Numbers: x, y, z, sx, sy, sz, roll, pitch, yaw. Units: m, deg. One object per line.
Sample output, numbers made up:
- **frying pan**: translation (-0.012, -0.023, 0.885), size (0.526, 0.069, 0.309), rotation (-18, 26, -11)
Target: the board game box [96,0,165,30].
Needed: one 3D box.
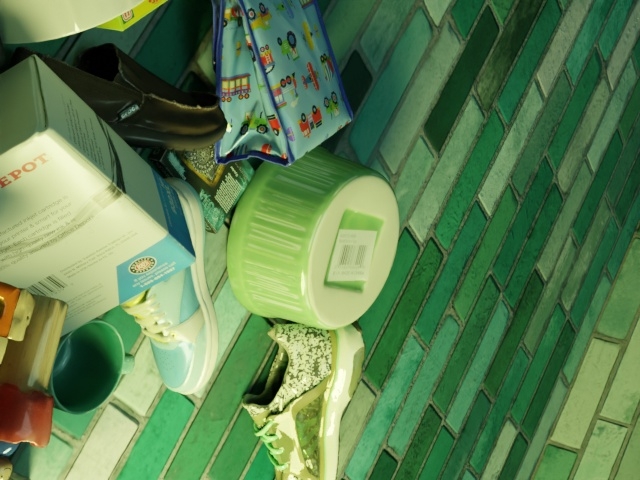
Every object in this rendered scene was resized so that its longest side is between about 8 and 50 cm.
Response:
- **board game box**: translation (-0.276, -0.298, 1.377), size (0.092, 0.181, 0.043), rotation (-46, 135, -36)

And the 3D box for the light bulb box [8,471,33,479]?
- **light bulb box**: translation (-0.371, 0.470, 1.356), size (0.225, 0.361, 0.358), rotation (43, 67, -52)

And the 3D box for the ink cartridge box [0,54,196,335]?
- **ink cartridge box**: translation (-0.326, -0.040, 1.351), size (0.307, 0.223, 0.129), rotation (48, 18, -51)

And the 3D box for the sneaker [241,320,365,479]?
- **sneaker**: translation (-0.063, 0.312, 1.982), size (0.182, 0.158, 0.410), rotation (10, 96, -25)

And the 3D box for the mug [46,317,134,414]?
- **mug**: translation (-0.334, 0.163, 1.532), size (0.129, 0.097, 0.157), rotation (-58, 143, -25)

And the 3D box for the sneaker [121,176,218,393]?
- **sneaker**: translation (-0.254, 0.085, 1.600), size (0.208, 0.127, 0.319), rotation (-22, 110, -52)

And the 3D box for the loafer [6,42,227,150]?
- **loafer**: translation (-0.254, -0.188, 1.491), size (0.366, 0.134, 0.130), rotation (-6, 105, -54)

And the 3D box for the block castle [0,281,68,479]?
- **block castle**: translation (-0.491, 0.107, 1.114), size (0.453, 0.303, 0.212), rotation (26, 73, -55)

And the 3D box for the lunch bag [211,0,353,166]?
- **lunch bag**: translation (-0.069, -0.284, 1.704), size (0.221, 0.138, 0.293), rotation (-42, 129, -55)

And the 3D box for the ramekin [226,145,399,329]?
- **ramekin**: translation (0.000, 0.000, 1.889), size (0.303, 0.148, 0.303), rotation (-29, 128, -46)

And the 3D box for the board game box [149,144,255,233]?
- **board game box**: translation (-0.174, -0.112, 1.726), size (0.126, 0.026, 0.186), rotation (-59, 143, -22)

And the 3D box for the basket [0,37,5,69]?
- **basket**: translation (-0.467, -0.182, 1.183), size (0.227, 0.154, 0.204), rotation (-51, 141, -26)

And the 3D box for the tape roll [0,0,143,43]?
- **tape roll**: translation (-0.303, -0.347, 1.268), size (0.246, 0.246, 0.169), rotation (-46, 136, -36)
